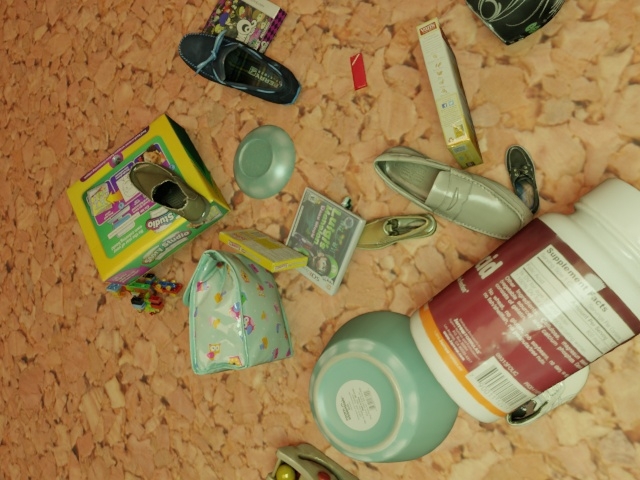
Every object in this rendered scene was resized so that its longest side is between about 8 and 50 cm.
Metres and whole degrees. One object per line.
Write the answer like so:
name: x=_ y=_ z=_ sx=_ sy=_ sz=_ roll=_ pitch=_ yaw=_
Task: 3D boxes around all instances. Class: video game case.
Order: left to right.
video game case: x=-0.226 y=-0.550 z=1.188 sx=0.210 sy=0.042 sz=0.232 roll=40 pitch=104 yaw=24
video game case: x=0.000 y=0.000 z=1.001 sx=0.173 sy=0.022 sz=0.190 roll=34 pitch=113 yaw=31

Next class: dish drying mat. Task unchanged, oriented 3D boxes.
dish drying mat: x=0.088 y=-0.393 z=1.029 sx=0.032 sy=0.008 sz=0.083 roll=-12 pitch=80 yaw=25

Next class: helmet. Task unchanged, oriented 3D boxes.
helmet: x=0.364 y=-0.465 z=0.805 sx=0.161 sy=0.169 sz=0.169 roll=-44 pitch=67 yaw=35

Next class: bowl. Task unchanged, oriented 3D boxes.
bowl: x=0.101 y=0.298 z=0.872 sx=0.311 sy=0.163 sz=0.312 roll=-3 pitch=83 yaw=27

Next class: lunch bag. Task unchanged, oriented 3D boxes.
lunch bag: x=-0.185 y=0.153 z=1.000 sx=0.160 sy=0.223 sz=0.262 roll=-15 pitch=78 yaw=19

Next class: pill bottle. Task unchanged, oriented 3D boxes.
pill bottle: x=0.361 y=0.097 z=0.718 sx=0.392 sy=0.224 sz=0.224 roll=-42 pitch=68 yaw=18

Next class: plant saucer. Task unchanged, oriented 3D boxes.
plant saucer: x=-0.155 y=-0.203 z=1.123 sx=0.194 sy=0.037 sz=0.195 roll=-2 pitch=85 yaw=27

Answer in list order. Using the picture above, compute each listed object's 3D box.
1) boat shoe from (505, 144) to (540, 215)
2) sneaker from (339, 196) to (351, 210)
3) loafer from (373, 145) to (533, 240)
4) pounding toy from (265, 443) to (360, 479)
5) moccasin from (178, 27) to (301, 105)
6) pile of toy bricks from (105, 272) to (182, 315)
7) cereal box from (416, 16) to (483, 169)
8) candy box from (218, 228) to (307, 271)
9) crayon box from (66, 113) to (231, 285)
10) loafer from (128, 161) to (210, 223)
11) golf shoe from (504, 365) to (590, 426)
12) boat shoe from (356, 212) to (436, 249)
boat shoe: x=0.381 y=-0.116 z=0.830 sx=0.049 sy=0.040 sz=0.142 roll=-16 pitch=78 yaw=26
sneaker: x=0.026 y=-0.063 z=1.014 sx=0.069 sy=0.038 sz=0.098 roll=27 pitch=98 yaw=26
loafer: x=0.241 y=-0.089 z=0.851 sx=0.319 sy=0.111 sz=0.112 roll=31 pitch=122 yaw=29
pounding toy: x=-0.002 y=0.561 z=0.905 sx=0.269 sy=0.154 sz=0.155 roll=25 pitch=97 yaw=28
moccasin: x=-0.207 y=-0.443 z=1.085 sx=0.342 sy=0.117 sz=0.138 roll=21 pitch=100 yaw=12
pile of toy bricks: x=-0.492 y=0.165 z=1.242 sx=0.212 sy=0.118 sz=0.105 roll=7 pitch=127 yaw=18
cereal box: x=0.249 y=-0.270 z=0.841 sx=0.047 sy=0.173 sz=0.240 roll=-15 pitch=79 yaw=26
candy box: x=-0.136 y=0.018 z=1.032 sx=0.206 sy=0.105 sz=0.027 roll=26 pitch=116 yaw=39
crayon box: x=-0.473 y=-0.108 z=1.203 sx=0.363 sy=0.106 sz=0.313 roll=-35 pitch=71 yaw=6
loafer: x=-0.378 y=-0.130 z=1.077 sx=0.251 sy=0.087 sz=0.094 roll=29 pitch=86 yaw=19
golf shoe: x=0.392 y=0.266 z=0.765 sx=0.176 sy=0.086 sz=0.069 roll=-49 pitch=64 yaw=14
boat shoe: x=0.142 y=-0.025 z=0.929 sx=0.190 sy=0.072 sz=0.068 roll=-16 pitch=78 yaw=26
